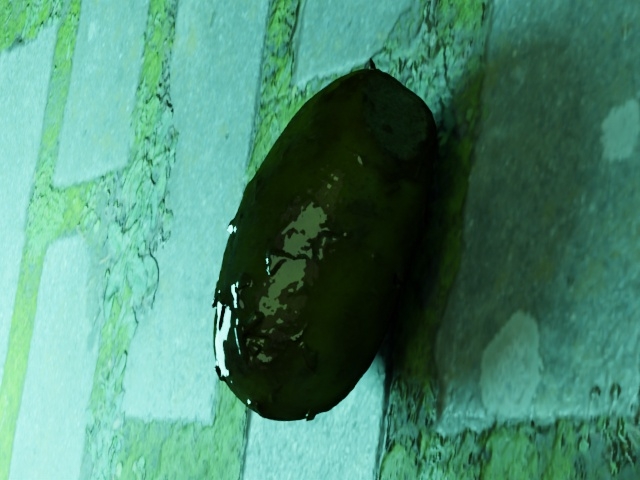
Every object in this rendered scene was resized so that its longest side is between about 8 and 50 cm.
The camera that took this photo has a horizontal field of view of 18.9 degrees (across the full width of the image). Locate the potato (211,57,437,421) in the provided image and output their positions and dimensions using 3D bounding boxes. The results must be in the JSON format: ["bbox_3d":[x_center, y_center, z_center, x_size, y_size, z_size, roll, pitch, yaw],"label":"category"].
[{"bbox_3d":[0.000,0.000,1.271,0.149,0.113,0.251,37,113,61],"label":"potato"}]
